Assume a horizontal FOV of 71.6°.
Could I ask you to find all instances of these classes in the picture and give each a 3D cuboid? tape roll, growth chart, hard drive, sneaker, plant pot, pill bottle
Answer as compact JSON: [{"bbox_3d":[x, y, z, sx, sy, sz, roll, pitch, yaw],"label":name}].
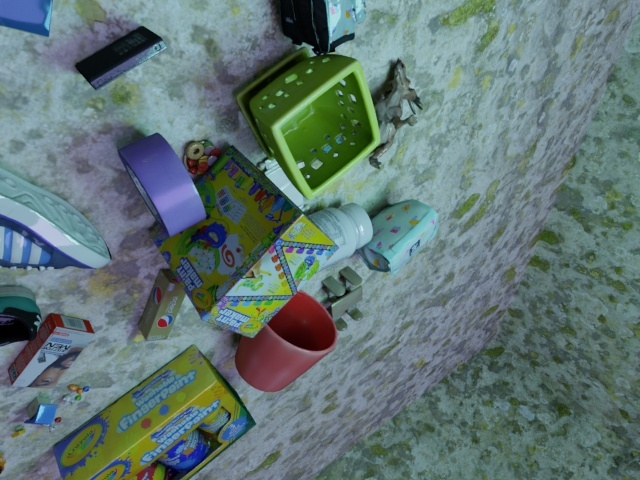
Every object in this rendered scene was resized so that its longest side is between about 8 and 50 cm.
[{"bbox_3d":[-0.305,-0.106,0.858,0.080,0.189,0.188,-32,140,-19],"label":"tape roll"},{"bbox_3d":[-0.084,-0.144,1.177,0.172,0.021,0.237,-28,138,-25],"label":"growth chart"},{"bbox_3d":[-0.332,-0.305,0.736,0.135,0.094,0.022,-38,141,-13],"label":"hard drive"},{"bbox_3d":[-0.569,0.013,0.775,0.236,0.130,0.322,-37,147,1],"label":"sneaker"},{"bbox_3d":[-0.035,-0.266,0.967,0.228,0.207,0.227,-41,142,-10],"label":"plant pot"},{"bbox_3d":[-0.124,0.312,1.355,0.275,0.275,0.243,4,128,-46],"label":"plant pot"},{"bbox_3d":[0.005,-0.247,1.136,0.167,0.065,0.076,-29,115,-46],"label":"sneaker"},{"bbox_3d":[-0.671,0.160,0.787,0.303,0.121,0.108,-9,127,-39],"label":"sneaker"},{"bbox_3d":[0.000,0.000,1.267,0.283,0.160,0.160,-24,136,-28],"label":"pill bottle"}]

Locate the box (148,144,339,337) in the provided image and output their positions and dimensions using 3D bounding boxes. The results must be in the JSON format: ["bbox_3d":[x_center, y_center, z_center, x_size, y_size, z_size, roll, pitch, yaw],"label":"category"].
[{"bbox_3d":[-0.173,0.000,0.970,0.279,0.290,0.177,-46,145,2],"label":"box"}]

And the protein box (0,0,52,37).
[{"bbox_3d":[-0.442,-0.385,0.527,0.201,0.136,0.199,-2,124,-43],"label":"protein box"}]

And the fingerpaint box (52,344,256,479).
[{"bbox_3d":[-0.458,0.580,1.322,0.445,0.163,0.370,-35,141,-17],"label":"fingerpaint box"}]

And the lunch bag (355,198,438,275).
[{"bbox_3d":[0.237,-0.010,1.395,0.223,0.262,0.160,-41,101,-11],"label":"lunch bag"}]

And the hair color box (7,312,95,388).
[{"bbox_3d":[-0.599,0.249,0.991,0.167,0.053,0.093,-51,143,5],"label":"hair color box"}]

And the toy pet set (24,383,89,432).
[{"bbox_3d":[-0.643,0.418,1.084,0.122,0.065,0.114,-49,142,0],"label":"toy pet set"}]

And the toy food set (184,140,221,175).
[{"bbox_3d":[-0.259,-0.180,0.976,0.083,0.020,0.083,-11,128,-38],"label":"toy food set"}]

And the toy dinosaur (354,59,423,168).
[{"bbox_3d":[0.179,-0.317,1.214,0.295,0.127,0.200,-57,-179,36],"label":"toy dinosaur"}]

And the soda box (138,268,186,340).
[{"bbox_3d":[-0.392,0.162,1.109,0.058,0.061,0.181,8,116,-48],"label":"soda box"}]

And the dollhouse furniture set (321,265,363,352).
[{"bbox_3d":[0.065,0.253,1.548,0.242,0.161,0.212,-29,138,-23],"label":"dollhouse furniture set"}]

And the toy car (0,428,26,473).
[{"bbox_3d":[-0.751,0.512,1.072,0.122,0.060,0.040,-38,173,-3],"label":"toy car"}]

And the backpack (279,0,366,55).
[{"bbox_3d":[-0.003,-0.480,0.846,0.144,0.166,0.188,-39,144,-14],"label":"backpack"}]
